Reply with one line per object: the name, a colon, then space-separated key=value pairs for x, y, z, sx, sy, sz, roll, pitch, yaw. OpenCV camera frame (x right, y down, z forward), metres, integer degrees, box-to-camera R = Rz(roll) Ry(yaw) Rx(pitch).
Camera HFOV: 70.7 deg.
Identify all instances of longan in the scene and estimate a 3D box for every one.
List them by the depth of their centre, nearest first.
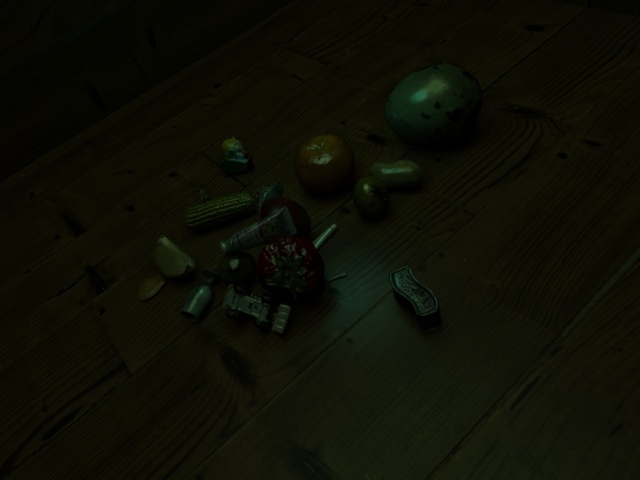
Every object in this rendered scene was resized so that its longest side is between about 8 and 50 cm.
longan: x=-0.340 y=0.114 z=1.846 sx=0.155 sy=0.144 sz=0.176 roll=2 pitch=10 yaw=-2

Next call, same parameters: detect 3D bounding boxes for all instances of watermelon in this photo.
watermelon: x=-0.267 y=-0.215 z=2.139 sx=0.139 sy=0.071 sz=0.187 roll=11 pitch=56 yaw=31

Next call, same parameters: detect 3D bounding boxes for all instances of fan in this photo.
fan: x=0.002 y=0.165 z=1.770 sx=0.220 sy=0.009 sz=0.131 roll=-19 pitch=49 yaw=3

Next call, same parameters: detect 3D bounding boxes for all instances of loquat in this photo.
loquat: x=0.209 y=-0.183 z=1.900 sx=0.150 sy=0.172 sz=0.204 roll=-15 pitch=3 yaw=-10

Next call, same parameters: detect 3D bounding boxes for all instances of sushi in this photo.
sushi: x=-0.583 y=-0.220 z=2.252 sx=0.052 sy=0.055 sz=0.120 roll=-20 pitch=50 yaw=-7

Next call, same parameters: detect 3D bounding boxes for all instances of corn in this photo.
corn: x=-0.470 y=-0.141 z=2.102 sx=0.345 sy=0.131 sz=0.131 roll=-19 pitch=48 yaw=2

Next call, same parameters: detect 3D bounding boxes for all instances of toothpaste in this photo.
toothpaste: x=-0.245 y=-0.024 z=1.759 sx=0.300 sy=0.073 sz=0.113 roll=-23 pitch=89 yaw=9
toothpaste: x=0.000 y=0.000 z=1.896 sx=0.190 sy=0.031 sz=0.048 roll=-45 pitch=55 yaw=-15

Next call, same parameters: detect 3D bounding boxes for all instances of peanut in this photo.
peanut: x=0.324 y=-0.290 z=1.973 sx=0.254 sy=0.122 sz=0.137 roll=0 pitch=43 yaw=24

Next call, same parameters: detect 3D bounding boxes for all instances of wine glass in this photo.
wine glass: x=-0.483 y=0.225 z=1.825 sx=0.093 sy=0.092 sz=0.202 roll=8 pitch=55 yaw=24

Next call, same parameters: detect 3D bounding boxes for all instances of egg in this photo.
egg: x=0.502 y=-0.606 z=2.028 sx=0.429 sy=0.345 sz=0.344 roll=-10 pitch=48 yaw=28

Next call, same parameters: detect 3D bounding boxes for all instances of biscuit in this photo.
biscuit: x=-0.748 y=0.202 z=1.976 sx=0.118 sy=0.023 sz=0.140 roll=22 pitch=62 yaw=31

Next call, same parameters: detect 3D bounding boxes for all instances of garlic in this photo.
garlic: x=-0.624 y=0.083 z=1.942 sx=0.245 sy=0.164 sz=0.146 roll=34 pitch=51 yaw=30

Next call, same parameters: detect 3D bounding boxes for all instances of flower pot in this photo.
flower pot: x=0.329 y=0.200 z=1.571 sx=0.103 sy=0.108 sz=0.229 roll=-30 pitch=48 yaw=-6

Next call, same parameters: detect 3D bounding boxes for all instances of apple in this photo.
apple: x=-0.159 y=-0.074 z=1.890 sx=0.234 sy=0.234 sz=0.233 roll=-9 pitch=50 yaw=11

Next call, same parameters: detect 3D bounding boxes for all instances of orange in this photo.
orange: x=0.019 y=-0.344 z=2.043 sx=0.284 sy=0.226 sz=0.283 roll=-13 pitch=48 yaw=15

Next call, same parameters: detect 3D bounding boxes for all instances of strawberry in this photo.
strawberry: x=-0.111 y=0.090 z=1.725 sx=0.258 sy=0.257 sz=0.277 roll=-18 pitch=12 yaw=3

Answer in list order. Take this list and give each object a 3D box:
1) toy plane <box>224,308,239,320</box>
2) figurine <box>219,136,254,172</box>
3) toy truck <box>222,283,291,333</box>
toy plane: x=-0.338 y=0.287 z=1.770 sx=0.078 sy=0.024 sz=0.084 roll=-25 pitch=54 yaw=-23
figurine: x=-0.432 y=-0.457 z=2.360 sx=0.185 sy=0.127 sz=0.234 roll=-6 pitch=40 yaw=7
toy truck: x=-0.239 y=0.253 z=1.706 sx=0.286 sy=0.111 sz=0.136 roll=18 pitch=90 yaw=18
